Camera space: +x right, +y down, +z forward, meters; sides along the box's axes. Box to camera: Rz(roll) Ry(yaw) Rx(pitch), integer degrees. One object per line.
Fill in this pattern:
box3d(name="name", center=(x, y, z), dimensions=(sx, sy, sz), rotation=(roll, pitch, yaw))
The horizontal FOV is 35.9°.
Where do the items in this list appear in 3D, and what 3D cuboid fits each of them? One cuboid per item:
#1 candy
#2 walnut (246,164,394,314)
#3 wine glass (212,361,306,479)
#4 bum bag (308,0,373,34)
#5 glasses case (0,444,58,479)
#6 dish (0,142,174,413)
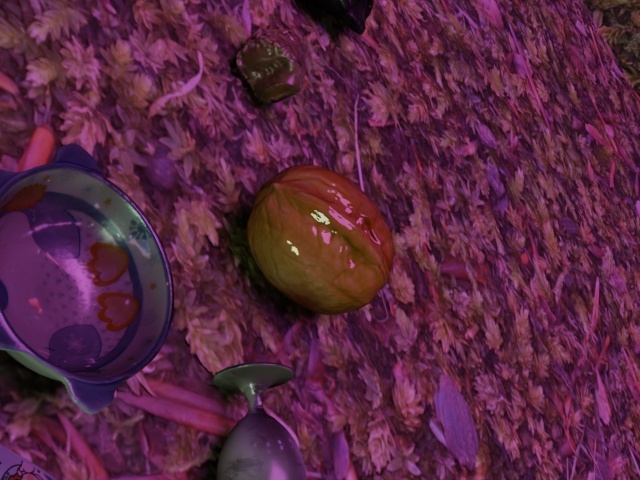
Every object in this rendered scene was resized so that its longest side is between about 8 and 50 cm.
box3d(name="candy", center=(-0.062, -0.237, 1.320), dimensions=(0.095, 0.085, 0.110), rotation=(65, 22, -17))
box3d(name="walnut", center=(0.000, 0.000, 1.188), dimensions=(0.206, 0.159, 0.159), rotation=(49, 37, -32))
box3d(name="wine glass", center=(-0.061, 0.233, 1.012), dimensions=(0.093, 0.093, 0.202), rotation=(24, 51, -45))
box3d(name="bum bag", center=(-0.023, -0.422, 1.469), dimensions=(0.340, 0.095, 0.144), rotation=(35, 37, -46))
box3d(name="glasses case", center=(-0.274, 0.194, 0.785), dimensions=(0.178, 0.045, 0.067), rotation=(42, 41, -32))
box3d(name="dish", center=(-0.245, 0.034, 0.888), dimensions=(0.228, 0.086, 0.236), rotation=(39, 43, -33))
